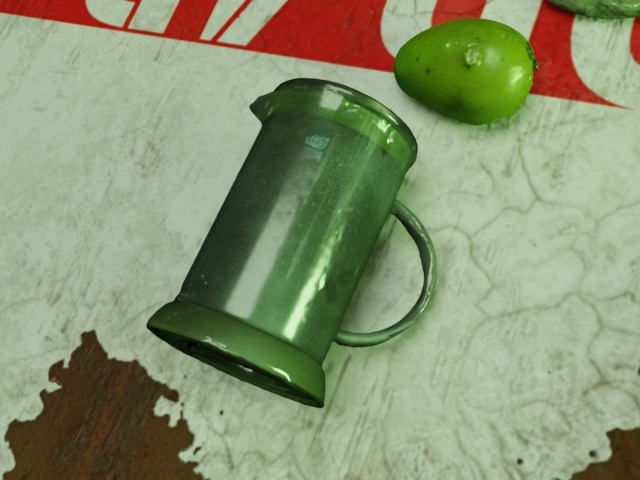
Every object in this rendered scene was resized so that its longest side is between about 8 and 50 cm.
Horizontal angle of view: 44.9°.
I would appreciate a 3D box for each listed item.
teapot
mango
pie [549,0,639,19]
[{"bbox_3d":[0.000,0.000,0.848,0.270,0.200,0.337,24,74,1],"label":"teapot"},{"bbox_3d":[0.166,-0.204,0.917,0.178,0.100,0.119,14,75,32],"label":"mango"},{"bbox_3d":[0.371,-0.370,0.941,0.240,0.054,0.241,-9,65,19],"label":"pie"}]
